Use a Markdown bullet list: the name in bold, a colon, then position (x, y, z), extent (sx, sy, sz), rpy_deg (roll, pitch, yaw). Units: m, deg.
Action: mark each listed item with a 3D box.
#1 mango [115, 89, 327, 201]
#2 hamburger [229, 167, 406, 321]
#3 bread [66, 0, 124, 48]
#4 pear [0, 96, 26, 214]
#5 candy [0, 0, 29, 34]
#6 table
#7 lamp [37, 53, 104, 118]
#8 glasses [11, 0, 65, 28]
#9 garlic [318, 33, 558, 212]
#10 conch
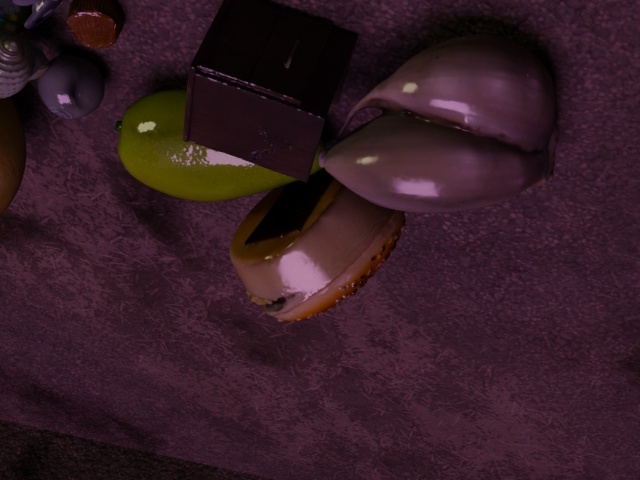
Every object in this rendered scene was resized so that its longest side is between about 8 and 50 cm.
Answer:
- **mango**: position (-0.154, -0.145, 1.631), extent (0.342, 0.156, 0.192), rpy_deg (6, 147, 16)
- **hamburger**: position (0.000, 0.000, 1.655), extent (0.300, 0.300, 0.176), rpy_deg (-19, 118, 44)
- **bread**: position (-0.336, -0.332, 1.550), extent (0.085, 0.053, 0.085), rpy_deg (4, 143, 3)
- **pear**: position (-0.664, -0.163, 1.718), extent (0.348, 0.348, 0.348), rpy_deg (14, 147, 9)
- **candy**: position (-0.555, -0.360, 1.585), extent (0.194, 0.062, 0.097), rpy_deg (19, 148, -20)
- **table**: position (-0.071, -0.221, 1.463), extent (0.193, 0.169, 0.172), rpy_deg (20, 147, 1)
- **lamp**: position (-0.400, -0.247, 1.660), extent (0.105, 0.105, 0.105), rpy_deg (14, 147, 9)
- **glasses**: position (-0.457, -0.424, 1.417), extent (0.268, 0.118, 0.234), rpy_deg (43, 173, -4)
- **garlic**: position (0.148, -0.163, 1.395), extent (0.339, 0.246, 0.232), rpy_deg (3, 108, 13)
- **conch**: position (-0.482, -0.268, 1.568), extent (0.153, 0.135, 0.102), rpy_deg (0, 105, 51)
